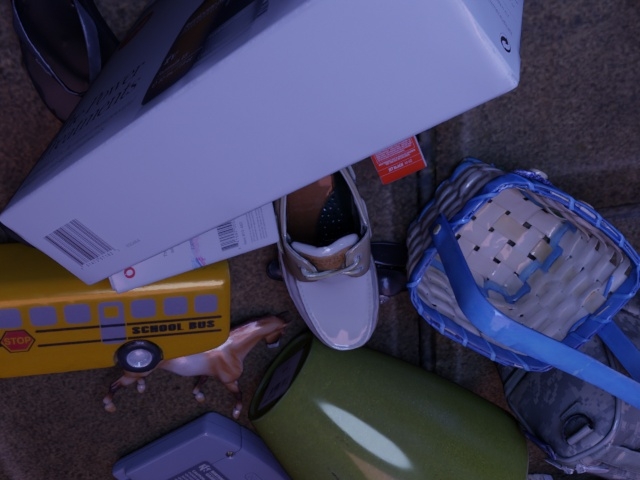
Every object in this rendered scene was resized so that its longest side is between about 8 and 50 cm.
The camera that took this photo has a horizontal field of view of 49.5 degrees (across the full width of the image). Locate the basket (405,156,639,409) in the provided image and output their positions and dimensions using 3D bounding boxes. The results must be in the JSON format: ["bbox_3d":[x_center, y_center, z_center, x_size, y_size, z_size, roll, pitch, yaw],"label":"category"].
[{"bbox_3d":[0.216,0.044,0.732,0.255,0.289,0.201,28,116,-23],"label":"basket"}]

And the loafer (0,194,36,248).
[{"bbox_3d":[-0.230,-0.040,0.752,0.220,0.080,0.078,-2,121,-18],"label":"loafer"}]

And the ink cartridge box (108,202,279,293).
[{"bbox_3d":[-0.143,-0.040,0.696,0.175,0.072,0.127,-18,115,-18],"label":"ink cartridge box"}]

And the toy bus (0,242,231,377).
[{"bbox_3d":[-0.272,0.073,0.776,0.332,0.108,0.130,-4,126,-14],"label":"toy bus"}]

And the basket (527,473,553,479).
[{"bbox_3d":[0.327,0.481,1.155,0.103,0.113,0.167,6,122,-9],"label":"basket"}]

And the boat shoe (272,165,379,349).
[{"bbox_3d":[0.000,0.000,0.751,0.113,0.103,0.302,-16,112,2],"label":"boat shoe"}]

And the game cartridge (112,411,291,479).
[{"bbox_3d":[-0.144,0.383,1.063,0.198,0.062,0.297,-31,122,9],"label":"game cartridge"}]

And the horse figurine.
[{"bbox_3d":[-0.182,0.156,0.895,0.263,0.066,0.174,9,128,-16],"label":"horse figurine"}]

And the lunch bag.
[{"bbox_3d":[0.392,0.197,0.881,0.305,0.256,0.212,21,119,-20],"label":"lunch bag"}]

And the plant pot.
[{"bbox_3d":[0.063,0.255,0.897,0.293,0.275,0.275,38,113,-12],"label":"plant pot"}]

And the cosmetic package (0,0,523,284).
[{"bbox_3d":[-0.041,-0.148,0.493,0.377,0.284,0.097,-22,126,38],"label":"cosmetic package"}]

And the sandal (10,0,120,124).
[{"bbox_3d":[-0.246,-0.202,0.646,0.097,0.054,0.254,-13,125,1],"label":"sandal"}]

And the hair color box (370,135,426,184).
[{"bbox_3d":[0.048,-0.151,0.697,0.053,0.093,0.167,-22,123,7],"label":"hair color box"}]

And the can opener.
[{"bbox_3d":[0.026,0.041,0.857,0.186,0.073,0.059,0,163,-4],"label":"can opener"}]
